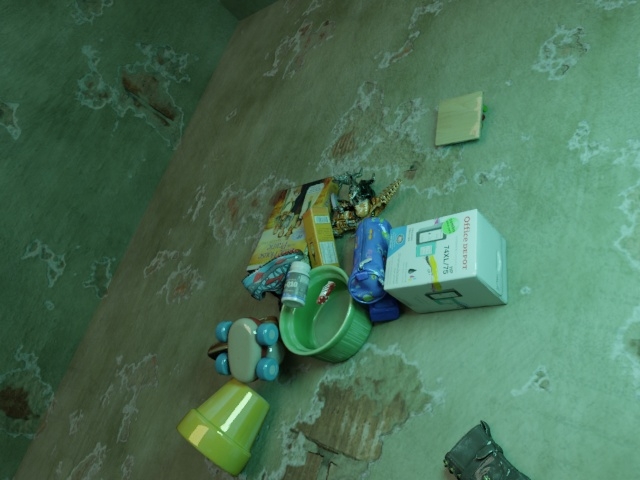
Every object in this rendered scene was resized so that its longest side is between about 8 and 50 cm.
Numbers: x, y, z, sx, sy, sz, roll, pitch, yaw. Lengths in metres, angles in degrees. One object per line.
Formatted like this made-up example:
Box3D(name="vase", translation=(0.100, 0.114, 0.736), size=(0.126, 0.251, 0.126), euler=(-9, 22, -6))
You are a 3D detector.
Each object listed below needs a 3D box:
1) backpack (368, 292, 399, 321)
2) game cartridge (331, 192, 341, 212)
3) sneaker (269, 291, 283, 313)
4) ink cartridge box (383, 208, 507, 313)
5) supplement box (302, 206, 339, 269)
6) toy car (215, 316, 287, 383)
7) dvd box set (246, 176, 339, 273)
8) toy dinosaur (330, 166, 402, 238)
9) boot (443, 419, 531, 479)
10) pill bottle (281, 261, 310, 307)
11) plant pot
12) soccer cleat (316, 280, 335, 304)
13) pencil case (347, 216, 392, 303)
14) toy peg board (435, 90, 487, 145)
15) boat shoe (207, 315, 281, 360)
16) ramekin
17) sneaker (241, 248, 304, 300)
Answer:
Box3D(name="backpack", translation=(0.193, 0.173, 1.537), size=(0.098, 0.101, 0.120), euler=(-3, 48, 2))
Box3D(name="game cartridge", translation=(0.063, -0.144, 1.935), size=(0.017, 0.056, 0.083), euler=(-32, 45, 26))
Box3D(name="sneaker", translation=(-0.146, 0.206, 1.859), size=(0.296, 0.104, 0.146), euler=(-3, 56, 40))
Box3D(name="ink cartridge box", translation=(0.348, 0.067, 1.380), size=(0.270, 0.197, 0.198), euler=(-15, 54, 39))
Box3D(name="supplement box", translation=(0.000, 0.000, 1.808), size=(0.078, 0.080, 0.233), euler=(-34, 61, 56))
Box3D(name="toy car", translation=(-0.196, 0.360, 1.692), size=(0.219, 0.238, 0.210), euler=(-4, 84, 33))
Box3D(name="dvd box set", translation=(-0.108, -0.052, 1.997), size=(0.308, 0.062, 0.420), euler=(-9, 49, 43))
Box3D(name="toy dinosaur", translation=(0.152, -0.131, 1.801), size=(0.322, 0.164, 0.218), euler=(-19, 64, 13))
Box3D(name="boot", translation=(0.356, 0.569, 1.120), size=(0.263, 0.091, 0.229), euler=(-51, 33, -1))
Box3D(name="pill bottle", translation=(-0.076, 0.142, 1.617), size=(0.078, 0.078, 0.137), euler=(-14, 54, 40))
Box3D(name="plant pot", translation=(-0.300, 0.596, 1.651), size=(0.254, 0.254, 0.239), euler=(11, 56, 49))
Box3D(name="soccer cleat", translation=(0.014, 0.162, 1.553), size=(0.083, 0.029, 0.036), euler=(-55, 30, -5))
Box3D(name="pencil case", translation=(0.152, 0.049, 1.519), size=(0.120, 0.133, 0.306), euler=(-10, 36, 18))
Box3D(name="toy peg board", translation=(0.483, -0.397, 1.687), size=(0.161, 0.079, 0.160), euler=(-2, 78, 46))
Box3D(name="boat shoe", translation=(-0.278, 0.372, 1.882), size=(0.324, 0.122, 0.119), euler=(-22, 44, 24))
Box3D(name="ramekin", translation=(0.025, 0.246, 1.622), size=(0.304, 0.148, 0.303), euler=(-26, 47, 32))
Box3D(name="sneaker", translation=(-0.150, 0.126, 1.787), size=(0.262, 0.125, 0.104), euler=(-32, 0, 23))
